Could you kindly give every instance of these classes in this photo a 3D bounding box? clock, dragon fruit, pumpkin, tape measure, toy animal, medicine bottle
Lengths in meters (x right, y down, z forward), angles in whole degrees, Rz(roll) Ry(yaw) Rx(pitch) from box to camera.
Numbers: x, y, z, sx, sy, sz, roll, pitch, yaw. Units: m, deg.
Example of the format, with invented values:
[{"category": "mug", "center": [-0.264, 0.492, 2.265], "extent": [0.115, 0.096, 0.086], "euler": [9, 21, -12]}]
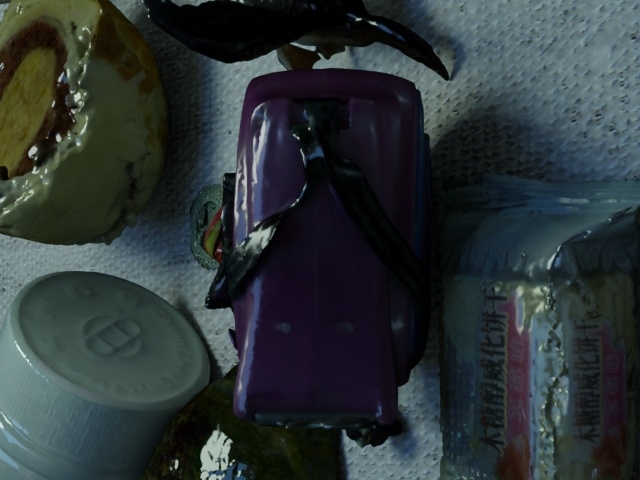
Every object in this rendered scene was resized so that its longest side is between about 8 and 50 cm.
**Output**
[{"category": "clock", "center": [-0.092, -0.012, 1.579], "extent": [0.083, 0.010, 0.074], "euler": [-11, 80, 57]}, {"category": "dragon fruit", "center": [-0.061, -0.010, 1.482], "extent": [0.083, 0.060, 0.056], "euler": [62, 142, 41]}, {"category": "pumpkin", "center": [-0.098, 0.179, 1.497], "extent": [0.278, 0.111, 0.163], "euler": [-30, 60, 56]}, {"category": "tape measure", "center": [0.000, 0.000, 1.216], "extent": [0.245, 0.149, 0.231], "euler": [-10, -81, -86]}, {"category": "toy animal", "center": [0.011, -0.174, 1.327], "extent": [0.272, 0.197, 0.160], "euler": [-52, 3, -21]}, {"category": "medicine bottle", "center": [-0.235, 0.208, 1.627], "extent": [0.190, 0.190, 0.332], "euler": [54, 130, 44]}]

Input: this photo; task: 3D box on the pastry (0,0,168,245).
[{"category": "pastry", "center": [-0.225, -0.107, 1.665], "extent": [0.256, 0.170, 0.236], "euler": [22, 89, 62]}]

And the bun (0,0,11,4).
[{"category": "bun", "center": [-0.281, -0.345, 1.769], "extent": [0.210, 0.116, 0.237], "euler": [42, 101, 26]}]

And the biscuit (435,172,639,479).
[{"category": "biscuit", "center": [0.133, 0.112, 1.143], "extent": [0.186, 0.079, 0.309], "euler": [4, 94, 57]}]

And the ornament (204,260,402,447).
[{"category": "ornament", "center": [-0.010, 0.076, 1.373], "extent": [0.203, 0.081, 0.088], "euler": [58, 137, 41]}]
